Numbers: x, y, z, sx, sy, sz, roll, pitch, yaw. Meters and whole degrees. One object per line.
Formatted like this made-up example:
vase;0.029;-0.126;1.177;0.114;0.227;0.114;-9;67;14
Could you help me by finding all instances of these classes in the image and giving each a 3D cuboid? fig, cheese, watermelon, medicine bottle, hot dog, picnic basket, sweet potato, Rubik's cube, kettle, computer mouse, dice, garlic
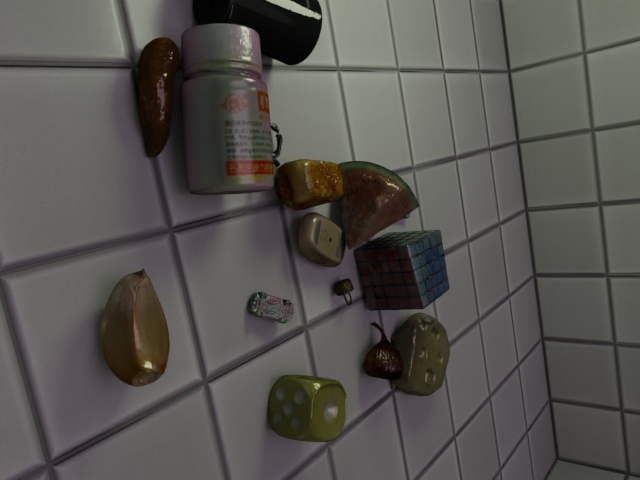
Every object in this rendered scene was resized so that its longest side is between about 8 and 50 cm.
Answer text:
fig;0.227;0.393;1.903;0.146;0.133;0.201;39;50;-51
cheese;0.384;0.449;2.082;0.326;0.115;0.318;-25;107;-48
watermelon;0.191;-0.094;1.794;0.250;0.283;0.293;15;88;-43
medicine bottle;-0.235;-0.311;1.331;0.219;0.219;0.389;-7;94;-49
hot dog;-0.043;-0.169;1.596;0.256;0.153;0.151;-9;90;-62
picnic basket;0.084;0.175;1.784;0.072;0.072;0.083;-32;102;-45
sweet potato;-0.387;-0.344;1.261;0.097;0.097;0.292;10;85;-48
Rubik's cube;0.294;0.101;1.908;0.236;0.238;0.238;-25;106;-49
kettle;-0.170;-0.645;1.451;0.307;0.203;0.263;2;88;-46
computer mouse;0.000;0.000;1.687;0.236;0.081;0.145;30;64;-55
dice;-0.037;0.481;1.551;0.166;0.169;0.169;19;73;-48
garlic;-0.395;0.187;1.163;0.145;0.164;0.245;-4;85;-32

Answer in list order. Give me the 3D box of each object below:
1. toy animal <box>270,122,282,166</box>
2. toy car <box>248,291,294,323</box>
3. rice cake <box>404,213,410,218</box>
toy animal;-0.184;-0.268;1.510;0.148;0.084;0.233;-30;108;-32
toy car;-0.142;0.194;1.536;0.142;0.055;0.069;22;70;-32
rice cake;0.269;-0.159;2.042;0.237;0.043;0.127;9;80;-49
